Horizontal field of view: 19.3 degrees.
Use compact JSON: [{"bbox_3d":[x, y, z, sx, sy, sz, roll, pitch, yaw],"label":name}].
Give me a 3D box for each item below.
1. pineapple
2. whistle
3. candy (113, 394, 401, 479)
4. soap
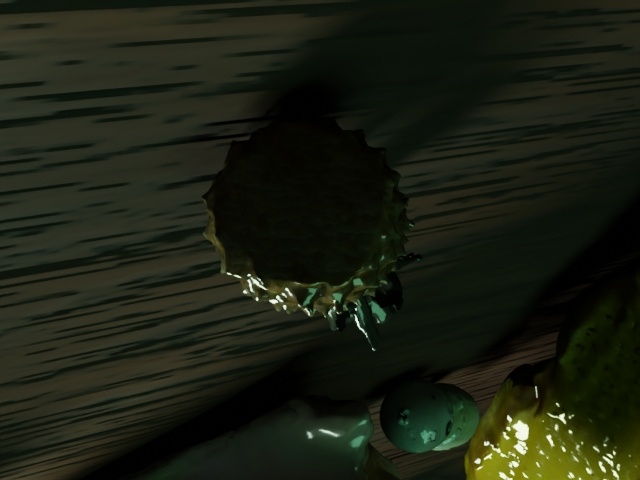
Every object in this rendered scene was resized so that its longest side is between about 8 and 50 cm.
[{"bbox_3d":[0.000,0.000,0.545,0.058,0.058,0.124,-27,170,-1],"label":"pineapple"},{"bbox_3d":[0.055,0.084,0.904,0.035,0.035,0.100,-32,165,16],"label":"whistle"},{"bbox_3d":[-0.038,0.161,0.817,0.195,0.137,0.185,-26,164,4],"label":"candy"},{"bbox_3d":[0.150,0.110,0.872,0.304,0.169,0.338,-44,161,7],"label":"soap"}]
